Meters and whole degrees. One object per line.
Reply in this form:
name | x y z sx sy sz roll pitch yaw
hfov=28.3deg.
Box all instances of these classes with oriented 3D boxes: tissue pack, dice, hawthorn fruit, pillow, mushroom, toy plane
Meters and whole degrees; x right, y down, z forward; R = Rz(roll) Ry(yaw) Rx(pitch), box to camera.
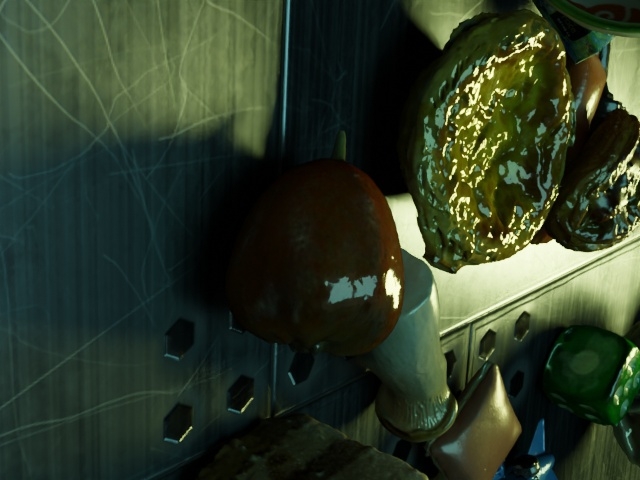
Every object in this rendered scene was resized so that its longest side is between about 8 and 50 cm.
tissue pack | 0.362 -0.316 1.738 0.085 0.079 0.111 -41 100 -37
dice | 0.443 0.219 2.057 0.131 0.128 0.120 -61 143 -16
hawthorn fruit | 0.000 0.000 1.363 0.199 0.199 0.251 26 67 -54
pillow | 0.222 0.285 1.840 0.179 0.075 0.171 -51 132 -29
mushroom | 0.095 0.121 1.565 0.122 0.159 0.329 -17 139 2
toy plane | 0.283 0.393 1.949 0.271 0.105 0.254 -36 117 -45

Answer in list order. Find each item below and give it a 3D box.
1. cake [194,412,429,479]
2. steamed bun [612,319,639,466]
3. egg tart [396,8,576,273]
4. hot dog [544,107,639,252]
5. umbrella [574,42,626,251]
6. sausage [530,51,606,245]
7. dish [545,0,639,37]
cake | 0.012 0.349 1.415 0.196 0.293 0.199 -26 128 -46
steamed bun | 0.600 0.262 2.151 0.268 0.280 0.207 -39 142 25
egg tart | 0.193 -0.131 1.591 0.341 0.129 0.341 -25 123 -44
hot dog | 0.395 -0.083 1.760 0.227 0.099 0.160 -57 140 -27
umbrella | 0.402 -0.152 1.892 0.118 0.118 0.340 -5 99 -52
sausage | 0.336 -0.138 1.813 0.089 0.083 0.300 17 88 -41
dish | 0.400 -0.399 1.644 0.124 0.324 0.324 76 39 -76
